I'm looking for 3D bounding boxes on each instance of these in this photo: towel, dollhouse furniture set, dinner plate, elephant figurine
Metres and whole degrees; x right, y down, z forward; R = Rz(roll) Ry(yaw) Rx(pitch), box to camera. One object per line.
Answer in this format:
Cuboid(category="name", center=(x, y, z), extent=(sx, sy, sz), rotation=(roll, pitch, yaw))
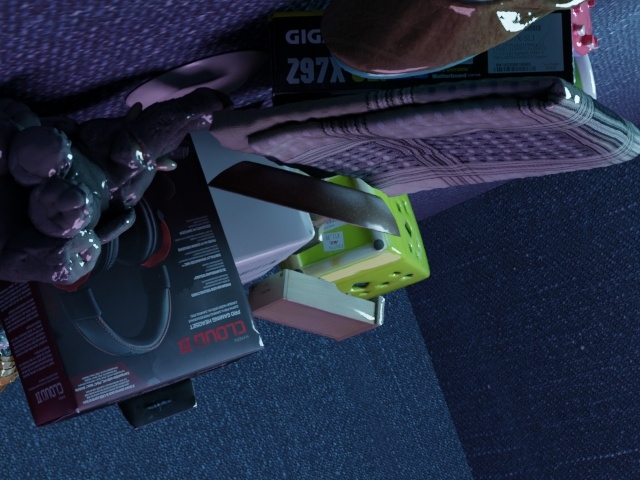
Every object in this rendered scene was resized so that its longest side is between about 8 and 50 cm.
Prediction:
Cuboid(category="towel", center=(0.105, -0.087, 1.205), extent=(0.324, 0.056, 0.312), rotation=(-3, 175, 24))
Cuboid(category="dollhouse furniture set", center=(0.000, 0.000, 1.879), extent=(0.161, 0.242, 0.212), rotation=(18, 155, -29))
Cuboid(category="dinner plate", center=(-0.114, -0.146, 1.249), extent=(0.141, 0.017, 0.141), rotation=(-20, 175, -2))
Cuboid(category="elephant figurine", center=(-0.211, -0.052, 1.159), extent=(0.186, 0.169, 0.239), rotation=(15, -160, 16))

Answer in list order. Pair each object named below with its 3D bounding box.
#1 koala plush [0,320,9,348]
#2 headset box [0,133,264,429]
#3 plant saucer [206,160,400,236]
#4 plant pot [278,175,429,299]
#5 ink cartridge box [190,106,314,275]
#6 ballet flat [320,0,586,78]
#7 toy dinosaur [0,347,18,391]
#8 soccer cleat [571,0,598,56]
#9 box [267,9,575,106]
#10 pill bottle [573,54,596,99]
Cuboid(category="koala plush", center=(-0.432, 0.073, 1.487), extent=(0.221, 0.196, 0.203), rotation=(-17, 167, 28))
Cuboid(category="headset box", center=(-0.202, 0.037, 1.309), extent=(0.218, 0.293, 0.110), rotation=(-15, 174, -35))
Cuboid(category="plant saucer", center=(-0.012, -0.045, 1.314), extent=(0.199, 0.036, 0.198), rotation=(15, 180, 0))
Cuboid(category="plant pot", center=(0.028, -0.021, 2.128), extent=(0.228, 0.227, 0.207), rotation=(-19, 169, 9))
Cuboid(category="ink cartridge box", center=(-0.197, -0.006, 1.613), extent=(0.285, 0.166, 0.395), rotation=(-18, 175, -14))
Cuboid(category="ballet flat", center=(0.157, -0.221, 1.006), extent=(0.342, 0.116, 0.124), rotation=(-18, 155, -25))
Cuboid(category="toy dinosaur", center=(-0.525, 0.165, 1.965), extent=(0.164, 0.218, 0.322), rotation=(-21, 175, 5))
Cuboid(category="soccer cleat", center=(0.214, -0.227, 1.341), extent=(0.095, 0.083, 0.248), rotation=(-5, -178, 26))
Cuboid(category="box", center=(0.082, -0.147, 1.258), extent=(0.257, 0.079, 0.322), rotation=(-4, 175, 0))
Cuboid(category="pill bottle", center=(0.174, -0.162, 1.507), extent=(0.246, 0.136, 0.136), rotation=(-19, 176, -4))
